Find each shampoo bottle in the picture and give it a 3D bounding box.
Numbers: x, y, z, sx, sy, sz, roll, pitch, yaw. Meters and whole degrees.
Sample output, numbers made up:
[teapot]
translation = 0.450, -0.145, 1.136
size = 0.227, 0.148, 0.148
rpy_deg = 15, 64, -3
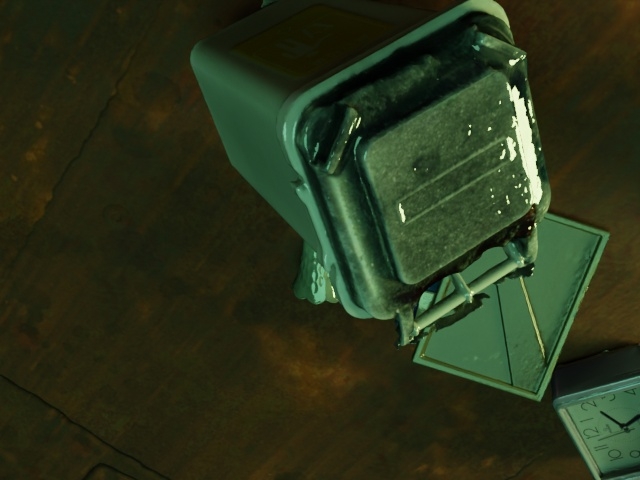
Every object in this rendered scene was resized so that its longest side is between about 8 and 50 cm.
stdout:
[shampoo bottle]
translation = 0.164, 0.088, 1.385
size = 0.182, 0.050, 0.087
rpy_deg = 12, 121, 3

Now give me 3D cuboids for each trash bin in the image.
[trash bin]
translation = 0.037, -0.102, 1.075
size = 0.255, 0.367, 0.296
rpy_deg = -33, 125, -16

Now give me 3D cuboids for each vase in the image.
[vase]
translation = 0.000, 0.000, 1.346
size = 0.081, 0.081, 0.149
rpy_deg = 4, 121, 9

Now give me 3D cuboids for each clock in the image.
[clock]
translation = 0.414, 0.245, 1.430
size = 0.144, 0.073, 0.193
rpy_deg = -21, 118, 23

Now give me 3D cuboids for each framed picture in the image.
[framed picture]
translation = 0.242, 0.073, 1.335
size = 0.184, 0.016, 0.250
rpy_deg = 17, 108, -1

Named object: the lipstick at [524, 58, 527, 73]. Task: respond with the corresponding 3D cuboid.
[lipstick]
translation = 0.204, -0.161, 1.140
size = 0.048, 0.158, 0.048
rpy_deg = 5, 125, 7
